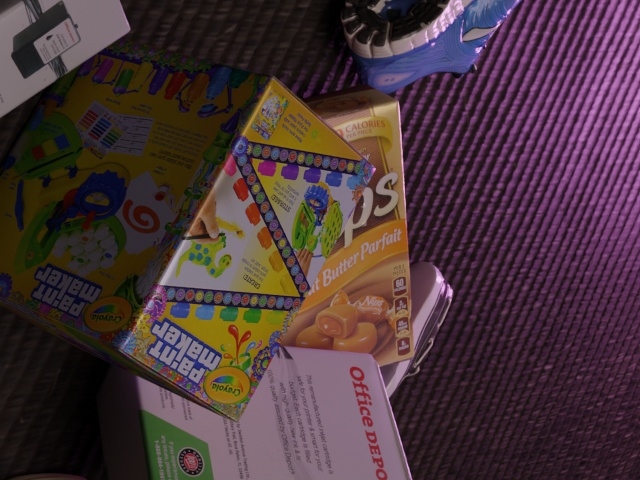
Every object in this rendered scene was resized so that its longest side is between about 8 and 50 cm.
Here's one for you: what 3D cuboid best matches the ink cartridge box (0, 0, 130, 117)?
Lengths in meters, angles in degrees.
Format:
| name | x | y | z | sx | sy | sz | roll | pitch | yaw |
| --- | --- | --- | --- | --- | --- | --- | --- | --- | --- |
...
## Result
| name | x | y | z | sx | sy | sz | roll | pitch | yaw |
| --- | --- | --- | --- | --- | --- | --- | --- | --- | --- |
| ink cartridge box | -0.300 | -0.184 | 1.479 | 0.208 | 0.153 | 0.087 | -39 | 128 | -30 |

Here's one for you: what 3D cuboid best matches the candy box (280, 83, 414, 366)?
| name | x | y | z | sx | sy | sz | roll | pitch | yaw |
| --- | --- | --- | --- | --- | --- | --- | --- | --- | --- |
| candy box | 0.000 | 0.000 | 1.850 | 0.183 | 0.087 | 0.316 | -15 | 115 | -23 |

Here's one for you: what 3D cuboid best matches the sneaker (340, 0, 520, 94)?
| name | x | y | z | sx | sy | sz | roll | pitch | yaw |
| --- | --- | --- | --- | --- | --- | --- | --- | --- | --- |
| sneaker | 0.159 | -0.281 | 1.926 | 0.330 | 0.130 | 0.147 | -33 | 152 | -19 |

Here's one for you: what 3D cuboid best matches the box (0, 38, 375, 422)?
| name | x | y | z | sx | sy | sz | roll | pitch | yaw |
| --- | --- | --- | --- | --- | --- | --- | --- | --- | --- |
| box | -0.157 | -0.022 | 1.574 | 0.177 | 0.290 | 0.279 | 39 | 76 | -45 |

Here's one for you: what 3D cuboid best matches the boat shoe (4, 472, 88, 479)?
| name | x | y | z | sx | sy | sz | roll | pitch | yaw |
| --- | --- | --- | --- | --- | --- | --- | --- | --- | --- |
| boat shoe | -0.328 | 0.310 | 1.659 | 0.285 | 0.089 | 0.104 | -15 | 113 | -41 |

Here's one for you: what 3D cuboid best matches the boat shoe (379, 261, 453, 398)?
| name | x | y | z | sx | sy | sz | roll | pitch | yaw |
| --- | --- | --- | --- | --- | --- | --- | --- | --- | --- |
| boat shoe | 0.100 | 0.134 | 2.031 | 0.070 | 0.078 | 0.219 | 45 | 70 | -42 |

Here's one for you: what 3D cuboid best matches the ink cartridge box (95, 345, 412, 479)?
| name | x | y | z | sx | sy | sz | roll | pitch | yaw |
| --- | --- | --- | --- | --- | --- | --- | --- | --- | --- |
| ink cartridge box | -0.070 | 0.221 | 1.723 | 0.289 | 0.211 | 0.121 | 8 | 137 | -25 |
